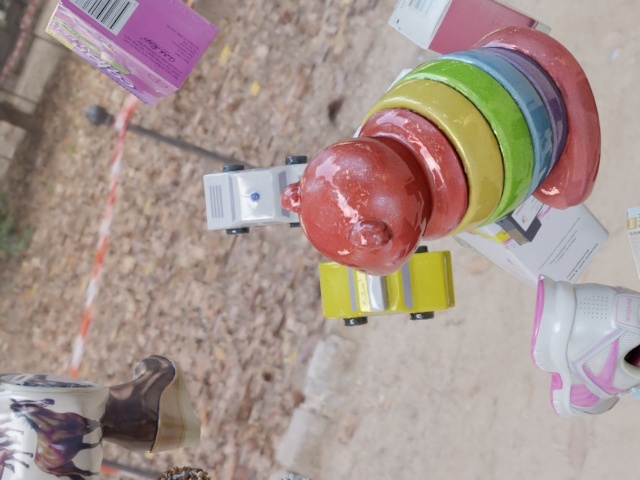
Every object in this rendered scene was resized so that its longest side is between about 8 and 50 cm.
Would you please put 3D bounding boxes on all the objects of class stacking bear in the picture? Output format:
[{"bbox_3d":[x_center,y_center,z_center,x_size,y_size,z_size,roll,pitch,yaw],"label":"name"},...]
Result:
[{"bbox_3d":[0.097,-0.066,0.925,0.289,0.175,0.164,-32,-38,-37],"label":"stacking bear"}]

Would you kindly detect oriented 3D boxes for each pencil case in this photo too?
[{"bbox_3d":[-0.373,0.355,1.353,0.160,0.183,0.410,11,95,39],"label":"pencil case"}]

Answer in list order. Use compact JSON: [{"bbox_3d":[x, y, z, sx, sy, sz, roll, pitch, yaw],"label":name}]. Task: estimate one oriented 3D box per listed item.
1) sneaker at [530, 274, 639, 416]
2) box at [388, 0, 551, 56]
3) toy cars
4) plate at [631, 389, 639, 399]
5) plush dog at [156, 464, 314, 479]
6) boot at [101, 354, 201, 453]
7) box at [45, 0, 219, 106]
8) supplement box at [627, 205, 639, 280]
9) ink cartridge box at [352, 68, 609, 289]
[{"bbox_3d":[0.279,0.113,1.044,0.111,0.252,0.103,2,70,23],"label":"sneaker"},{"bbox_3d":[0.266,-0.383,1.919,0.127,0.232,0.148,-63,36,17],"label":"box"},{"bbox_3d":[0.000,0.000,1.461,0.176,0.393,0.087,-56,-11,9],"label":"toy cars"},{"bbox_3d":[0.574,0.257,1.959,0.024,0.188,0.188,-56,18,-6],"label":"plate"},{"bbox_3d":[-0.126,0.381,1.326,0.210,0.225,0.262,-51,-14,-33],"label":"plush dog"},{"bbox_3d":[-0.301,0.227,1.579,0.248,0.206,0.090,41,119,60],"label":"boot"},{"bbox_3d":[-0.301,-0.329,1.683,0.117,0.213,0.243,-57,17,-9],"label":"box"},{"bbox_3d":[0.484,0.005,1.603,0.036,0.098,0.062,-10,33,22],"label":"supplement box"},{"bbox_3d":[0.199,-0.068,1.333,0.117,0.278,0.201,-52,40,-2],"label":"ink cartridge box"}]
